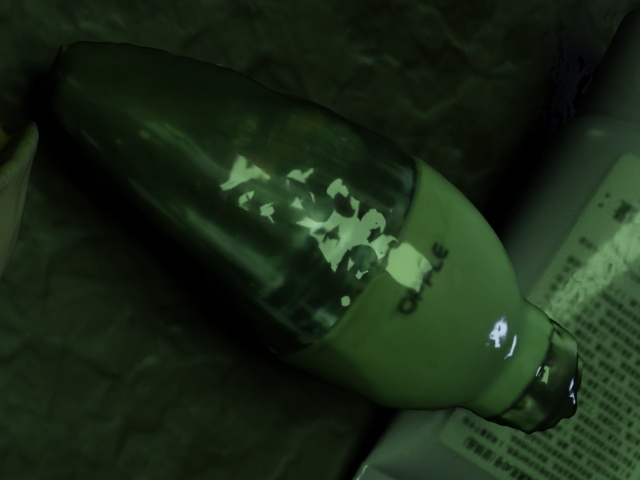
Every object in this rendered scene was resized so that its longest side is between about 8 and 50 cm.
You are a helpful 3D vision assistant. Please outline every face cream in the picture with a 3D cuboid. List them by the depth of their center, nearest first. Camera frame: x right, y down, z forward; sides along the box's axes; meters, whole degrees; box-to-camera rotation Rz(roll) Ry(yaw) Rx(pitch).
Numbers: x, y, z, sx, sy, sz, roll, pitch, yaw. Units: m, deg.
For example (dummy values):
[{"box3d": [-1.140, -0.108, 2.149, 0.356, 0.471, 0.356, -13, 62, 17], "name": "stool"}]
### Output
[{"box3d": [0.123, 0.033, 0.834, 0.154, 0.096, 0.274, 32, 80, -33], "name": "face cream"}]

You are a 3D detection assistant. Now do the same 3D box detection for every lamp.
[{"box3d": [0.000, 0.000, 0.724, 0.250, 0.101, 0.101, 33, 67, -20], "name": "lamp"}]

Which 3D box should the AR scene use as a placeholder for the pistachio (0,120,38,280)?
[{"box3d": [-0.167, 0.020, 0.575, 0.126, 0.152, 0.223, 47, 42, -20], "name": "pistachio"}]
